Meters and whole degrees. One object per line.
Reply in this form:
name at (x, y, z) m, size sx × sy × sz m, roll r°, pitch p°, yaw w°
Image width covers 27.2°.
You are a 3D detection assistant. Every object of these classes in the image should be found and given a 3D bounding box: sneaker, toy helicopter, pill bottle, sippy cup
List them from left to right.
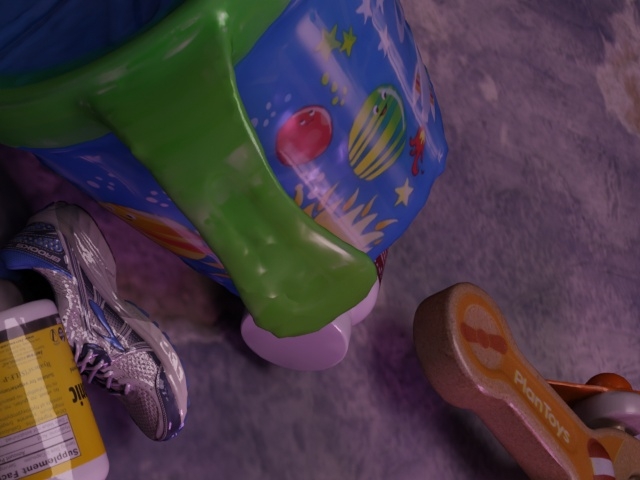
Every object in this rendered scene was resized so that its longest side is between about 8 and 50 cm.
pill bottle at (-0.136, 0.091, 0.610) m, size 0.065 × 0.065 × 0.116 m, roll -18°, pitch 89°, yaw -54°
sneaker at (-0.120, 0.051, 0.671) m, size 0.058 × 0.052 × 0.135 m, roll -38°, pitch 98°, yaw -43°
sippy cup at (-0.050, -0.091, 0.690) m, size 0.224 × 0.240 × 0.305 m, roll 50°, pitch 49°, yaw -42°
pill bottle at (0.000, 0.000, 0.812) m, size 0.086 × 0.086 × 0.152 m, roll 44°, pitch 43°, yaw -32°
toy helicopter at (0.187, 0.152, 0.951) m, size 0.355 × 0.140 × 0.235 m, roll 49°, pitch 39°, yaw -24°
